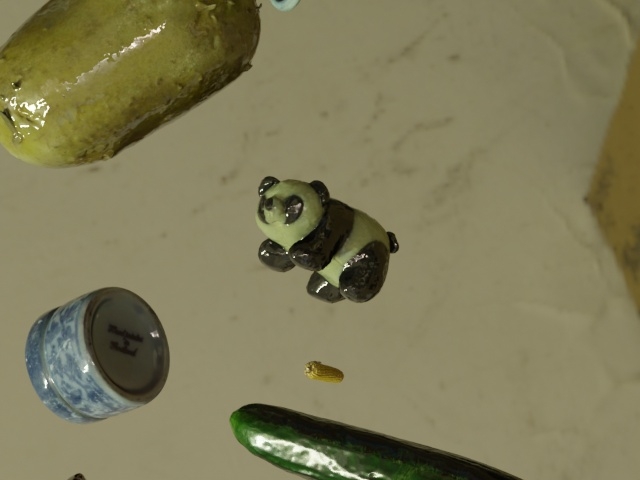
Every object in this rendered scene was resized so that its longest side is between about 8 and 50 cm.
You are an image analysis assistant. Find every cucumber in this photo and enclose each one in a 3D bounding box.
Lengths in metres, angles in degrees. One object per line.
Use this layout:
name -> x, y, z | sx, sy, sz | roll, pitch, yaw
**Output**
cucumber -> 0.063, 0.166, 0.986 | 0.056, 0.284, 0.056 | -49, -32, -46

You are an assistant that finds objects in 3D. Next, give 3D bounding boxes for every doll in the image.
doll -> 0.001, 0.001, 2.016 | 0.143, 0.234, 0.135 | -3, 61, 59

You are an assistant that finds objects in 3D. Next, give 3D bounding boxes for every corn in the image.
corn -> 0.004, 0.198, 2.124 | 0.083, 0.027, 0.028 | 19, -121, -49

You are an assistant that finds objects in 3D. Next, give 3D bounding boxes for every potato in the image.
potato -> -0.253, -0.229, 1.738 | 0.219, 0.359, 0.270 | 58, 167, -13

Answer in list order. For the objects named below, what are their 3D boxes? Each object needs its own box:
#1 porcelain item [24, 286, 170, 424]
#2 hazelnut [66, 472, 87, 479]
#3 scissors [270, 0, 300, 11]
porcelain item -> -0.262, 0.135, 1.643 | 0.147, 0.114, 0.147 | 32, -132, -43
hazelnut -> -0.176, 0.314, 1.324 | 0.160, 0.202, 0.170 | -63, 22, 21
scissors -> 0.001, -0.447, 1.567 | 0.383, 0.029, 0.256 | -42, 55, 56
